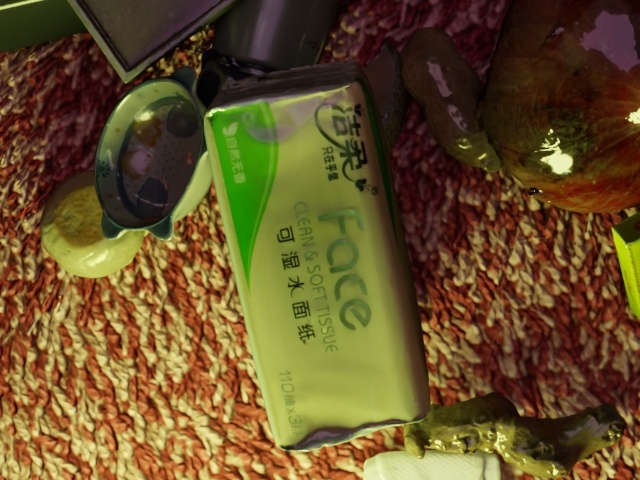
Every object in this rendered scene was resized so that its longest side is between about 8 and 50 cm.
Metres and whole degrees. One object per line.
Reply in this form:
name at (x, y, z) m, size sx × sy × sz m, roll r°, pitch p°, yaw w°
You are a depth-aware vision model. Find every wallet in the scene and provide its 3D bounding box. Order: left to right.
wallet at (0.148, 0.338, 1.696) m, size 0.182 × 0.032 × 0.124 m, roll -3°, pitch 81°, yaw 4°

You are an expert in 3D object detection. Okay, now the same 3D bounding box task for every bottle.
bottle at (-0.071, -0.280, 1.772) m, size 0.168 × 0.168 × 0.347 m, roll 13°, pitch 82°, yaw 8°

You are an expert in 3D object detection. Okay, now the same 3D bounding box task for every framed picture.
framed picture at (-0.255, -0.405, 1.713) m, size 0.240 × 0.020 × 0.324 m, roll -37°, pitch 86°, yaw 6°

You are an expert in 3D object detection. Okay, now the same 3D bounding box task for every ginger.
ginger at (0.250, 0.251, 1.682) m, size 0.290 × 0.122 × 0.084 m, roll 3°, pitch 119°, yaw 2°

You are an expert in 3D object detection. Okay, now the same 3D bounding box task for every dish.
dish at (-0.195, -0.096, 1.693) m, size 0.236 × 0.086 × 0.228 m, roll -43°, pitch 56°, yaw 25°

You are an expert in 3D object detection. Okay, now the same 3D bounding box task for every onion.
onion at (0.371, -0.195, 1.629) m, size 0.353 × 0.353 × 0.354 m, roll -1°, pitch 79°, yaw 5°

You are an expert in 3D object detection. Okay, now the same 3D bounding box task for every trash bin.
trash bin at (-0.369, -0.359, 1.818) m, size 0.225 × 0.165 × 0.115 m, roll -10°, pitch 77°, yaw 1°

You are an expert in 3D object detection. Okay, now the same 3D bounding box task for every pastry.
pastry at (-0.315, -0.026, 1.782) m, size 0.156 × 0.092 × 0.156 m, roll -2°, pitch 72°, yaw 6°

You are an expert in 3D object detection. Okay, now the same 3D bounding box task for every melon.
melon at (0.078, -0.189, 1.808) m, size 0.098 × 0.054 × 0.182 m, roll 30°, pitch 82°, yaw 25°

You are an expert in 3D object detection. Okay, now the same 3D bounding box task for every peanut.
peanut at (0.184, -0.191, 1.769) m, size 0.104 × 0.085 × 0.228 m, roll -18°, pitch 76°, yaw -33°

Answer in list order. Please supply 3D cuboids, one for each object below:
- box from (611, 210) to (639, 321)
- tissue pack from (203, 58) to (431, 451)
box at (0.541, -0.029, 1.659) m, size 0.335 × 0.187 × 0.047 m, roll -28°, pitch 48°, yaw -1°
tissue pack at (0.000, 0.000, 1.560) m, size 0.205 × 0.332 × 0.405 m, roll -11°, pitch 102°, yaw 1°
